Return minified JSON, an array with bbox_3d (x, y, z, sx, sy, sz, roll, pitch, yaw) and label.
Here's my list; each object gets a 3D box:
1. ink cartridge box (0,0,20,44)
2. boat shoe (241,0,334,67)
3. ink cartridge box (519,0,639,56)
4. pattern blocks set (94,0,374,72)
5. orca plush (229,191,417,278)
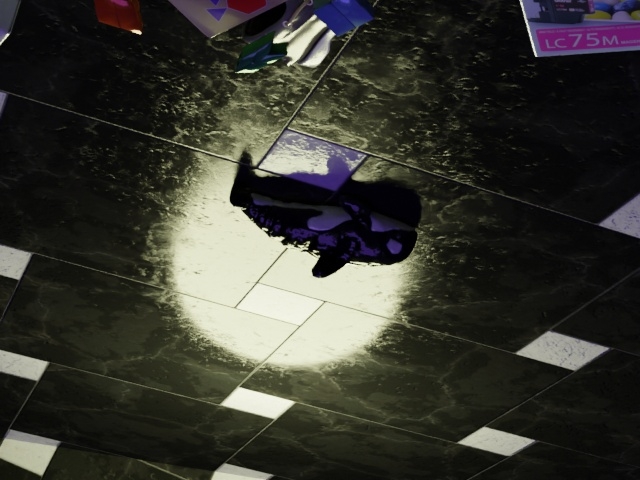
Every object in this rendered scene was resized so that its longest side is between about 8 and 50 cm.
[{"bbox_3d":[-0.501,-0.274,1.653,0.211,0.121,0.289,24,149,-26],"label":"ink cartridge box"},{"bbox_3d":[-0.008,-0.284,1.517,0.091,0.109,0.305,10,157,-15],"label":"boat shoe"},{"bbox_3d":[0.290,-0.305,1.450,0.186,0.065,0.311,-2,149,18],"label":"ink cartridge box"},{"bbox_3d":[-0.105,-0.280,1.331,0.285,0.026,0.325,-16,141,21],"label":"pattern blocks set"},{"bbox_3d":[0.000,0.000,2.065,0.287,0.102,0.151,20,150,-22],"label":"orca plush"}]
